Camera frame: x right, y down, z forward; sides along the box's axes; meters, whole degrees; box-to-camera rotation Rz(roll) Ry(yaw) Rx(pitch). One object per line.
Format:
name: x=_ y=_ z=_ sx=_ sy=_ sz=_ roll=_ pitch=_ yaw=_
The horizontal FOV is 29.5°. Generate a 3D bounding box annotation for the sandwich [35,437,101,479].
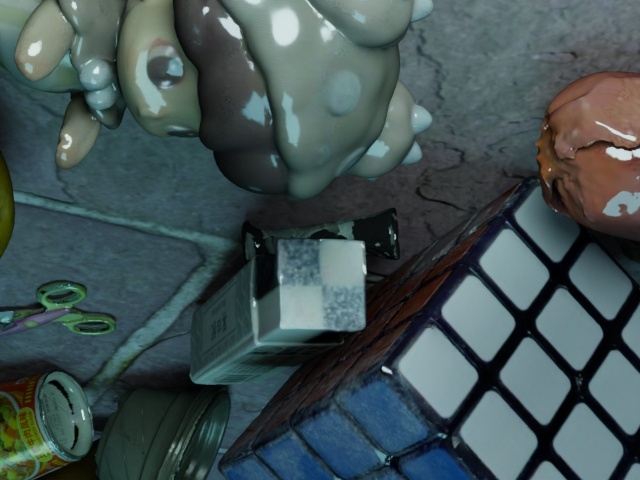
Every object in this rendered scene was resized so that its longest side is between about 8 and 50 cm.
sandwich: x=-0.376 y=0.370 z=1.831 sx=0.258 sy=0.096 sz=0.094 roll=-28 pitch=165 yaw=-32

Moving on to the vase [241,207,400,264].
vase: x=0.000 y=0.000 z=1.308 sx=0.167 sy=0.059 sz=0.059 roll=-5 pitch=151 yaw=9

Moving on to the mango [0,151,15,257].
mango: x=-0.411 y=-0.051 z=1.079 sx=0.253 sy=0.182 sz=0.365 roll=-8 pitch=150 yaw=12

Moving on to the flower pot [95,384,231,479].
flower pot: x=-0.232 y=0.297 z=1.729 sx=0.140 sy=0.235 sz=0.235 roll=19 pitch=153 yaw=10

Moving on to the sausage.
sausage: x=0.327 y=-0.068 z=1.094 sx=0.279 sy=0.152 sz=0.152 roll=8 pitch=150 yaw=-12

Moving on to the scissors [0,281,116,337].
scissors: x=-0.362 y=0.097 z=1.522 sx=0.187 sy=0.020 sz=0.133 roll=-10 pitch=147 yaw=13

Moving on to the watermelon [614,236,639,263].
watermelon: x=0.396 y=-0.015 z=1.281 sx=0.187 sy=0.071 sz=0.139 roll=-13 pitch=145 yaw=23

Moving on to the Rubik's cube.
Rubik's cube: x=0.163 y=0.203 z=1.271 sx=0.337 sy=0.344 sz=0.344 roll=47 pitch=142 yaw=-5

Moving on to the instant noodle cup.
instant noodle cup: x=-0.442 y=0.271 z=1.699 sx=0.212 sy=0.193 sz=0.193 roll=-19 pitch=147 yaw=17

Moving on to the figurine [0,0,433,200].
figurine: x=-0.103 y=-0.150 z=0.913 sx=0.380 sy=0.203 sz=0.248 roll=7 pitch=146 yaw=10

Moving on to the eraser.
eraser: x=-0.059 y=0.087 z=1.329 sx=0.098 sy=0.096 sz=0.404 roll=2 pitch=165 yaw=-18
